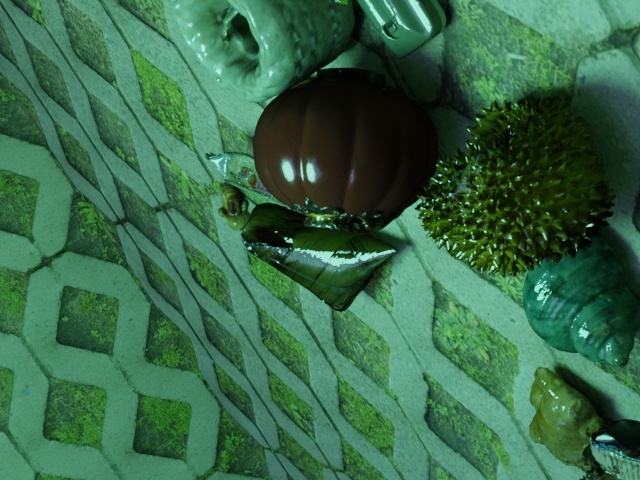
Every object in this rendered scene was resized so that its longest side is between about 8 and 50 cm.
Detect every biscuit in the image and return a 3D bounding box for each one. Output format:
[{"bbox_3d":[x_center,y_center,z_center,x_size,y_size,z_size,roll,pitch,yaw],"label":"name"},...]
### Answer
[{"bbox_3d":[-0.087,-0.117,1.814,0.186,0.079,0.309,17,-173,-45],"label":"biscuit"}]

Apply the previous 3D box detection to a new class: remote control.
[{"bbox_3d":[0.056,-0.427,1.292,0.335,0.065,0.128,56,156,-6],"label":"remote control"}]

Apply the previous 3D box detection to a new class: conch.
[{"bbox_3d":[0.396,0.098,1.311,0.202,0.134,0.196,41,153,24],"label":"conch"}]

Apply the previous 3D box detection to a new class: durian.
[{"bbox_3d":[0.266,-0.062,1.219,0.258,0.258,0.293,54,159,-3],"label":"durian"}]

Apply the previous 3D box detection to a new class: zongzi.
[{"bbox_3d":[0.000,0.000,1.778,0.286,0.138,0.300,34,154,-9],"label":"zongzi"}]

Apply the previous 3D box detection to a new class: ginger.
[{"bbox_3d":[0.437,0.330,1.567,0.157,0.102,0.216,31,148,43],"label":"ginger"}]

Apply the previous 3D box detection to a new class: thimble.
[{"bbox_3d":[-0.103,-0.385,1.438,0.291,0.195,0.291,41,155,24],"label":"thimble"}]

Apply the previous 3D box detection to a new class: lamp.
[{"bbox_3d":[0.039,-0.144,1.422,0.303,0.303,0.257,7,93,55],"label":"lamp"}]

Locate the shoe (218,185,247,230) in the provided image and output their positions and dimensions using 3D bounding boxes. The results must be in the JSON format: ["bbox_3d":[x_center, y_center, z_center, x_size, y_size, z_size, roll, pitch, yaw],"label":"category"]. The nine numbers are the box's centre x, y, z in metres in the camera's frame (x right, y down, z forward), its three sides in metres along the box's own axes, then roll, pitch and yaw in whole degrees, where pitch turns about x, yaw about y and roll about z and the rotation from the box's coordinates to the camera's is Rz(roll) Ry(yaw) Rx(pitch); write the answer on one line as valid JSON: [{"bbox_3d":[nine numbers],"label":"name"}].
[{"bbox_3d":[-0.216,-0.076,2.148,0.069,0.072,0.109,-115,29,-60],"label":"shoe"}]

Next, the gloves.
[{"bbox_3d":[0.527,0.427,1.476,0.210,0.135,0.312,-5,136,12],"label":"gloves"}]

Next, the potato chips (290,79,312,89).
[{"bbox_3d":[-0.037,-0.217,1.672,0.201,0.049,0.150,-60,38,40],"label":"potato chips"}]

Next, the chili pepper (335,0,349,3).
[{"bbox_3d":[0.035,-0.384,1.279,0.030,0.034,0.091,13,145,4],"label":"chili pepper"}]
